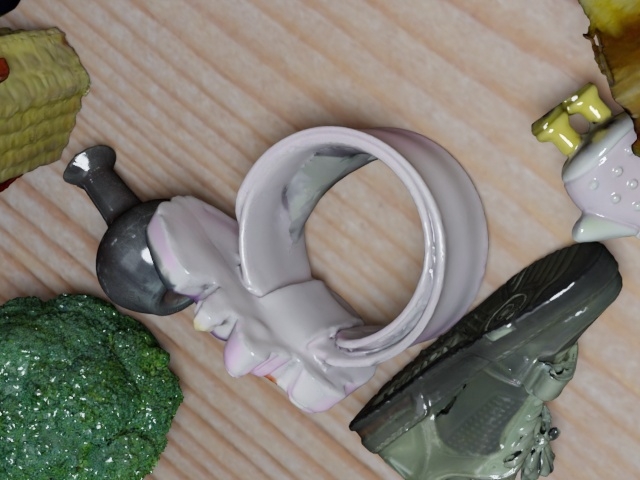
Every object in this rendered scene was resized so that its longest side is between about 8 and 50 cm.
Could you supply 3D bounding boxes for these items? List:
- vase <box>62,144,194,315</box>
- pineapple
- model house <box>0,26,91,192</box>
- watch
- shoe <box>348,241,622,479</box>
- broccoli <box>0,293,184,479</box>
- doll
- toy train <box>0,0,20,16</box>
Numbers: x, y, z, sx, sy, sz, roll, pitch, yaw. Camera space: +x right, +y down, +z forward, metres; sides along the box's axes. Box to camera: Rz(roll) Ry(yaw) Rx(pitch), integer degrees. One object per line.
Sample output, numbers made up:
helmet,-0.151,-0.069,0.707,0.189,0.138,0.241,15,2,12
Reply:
vase,-0.181,-0.015,1.222,0.183,0.120,0.120,49,124,24
pineapple,0.254,-0.128,0.880,0.114,0.186,0.236,-29,84,32
model house,-0.351,-0.118,1.232,0.254,0.196,0.160,-25,93,32
watch,0.000,0.000,1.077,0.244,0.196,0.231,49,117,15
shoe,0.166,0.129,1.073,0.149,0.109,0.293,49,123,-3
broccoli,-0.266,0.187,1.277,0.270,0.270,0.270,16,143,25
doll,0.251,-0.030,0.974,0.129,0.081,0.207,-41,93,-9
toy train,-0.324,-0.303,1.221,0.127,0.089,0.219,40,121,1
